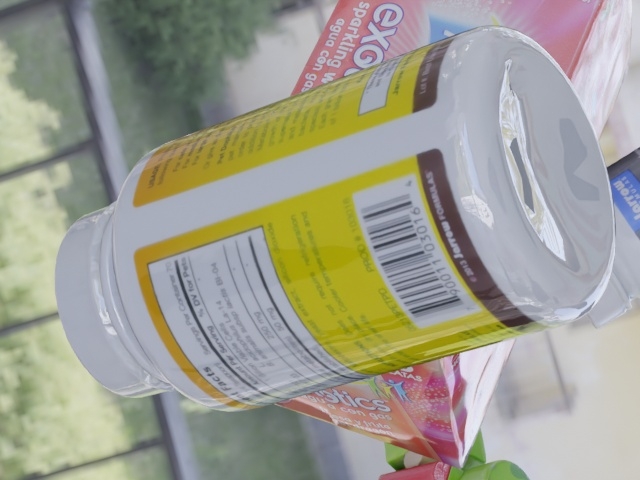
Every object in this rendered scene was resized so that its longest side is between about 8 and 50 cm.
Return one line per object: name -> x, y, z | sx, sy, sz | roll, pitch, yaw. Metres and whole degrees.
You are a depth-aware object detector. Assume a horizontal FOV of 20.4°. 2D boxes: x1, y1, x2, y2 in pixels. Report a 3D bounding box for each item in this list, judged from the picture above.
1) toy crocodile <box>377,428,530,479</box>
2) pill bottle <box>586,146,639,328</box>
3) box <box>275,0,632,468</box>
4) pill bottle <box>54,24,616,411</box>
toy crocodile -> 0.062, 0.237, 1.134 | 0.105, 0.115, 0.340 | 36, 49, -36
pill bottle -> 0.187, -0.016, 0.948 | 0.078, 0.137, 0.078 | 57, 3, -5
box -> 0.066, -0.048, 1.011 | 0.154, 0.142, 0.300 | 76, 35, -59
pill bottle -> 0.000, 0.000, 0.712 | 0.117, 0.215, 0.117 | 33, 49, -47
